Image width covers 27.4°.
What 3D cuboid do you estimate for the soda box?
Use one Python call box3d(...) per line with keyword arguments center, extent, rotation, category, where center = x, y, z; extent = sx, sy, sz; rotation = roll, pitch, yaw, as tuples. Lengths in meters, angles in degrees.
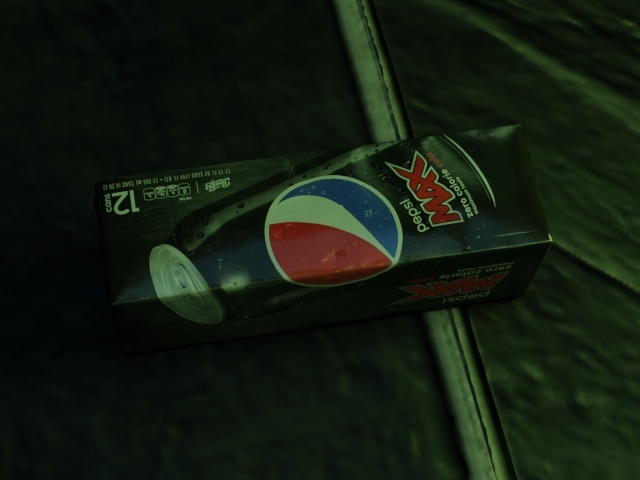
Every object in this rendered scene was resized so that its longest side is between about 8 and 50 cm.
box3d(center=(0.000, 0.000, 0.516), extent=(0.169, 0.060, 0.053), rotation=(-9, 66, -7), category="soda box")
